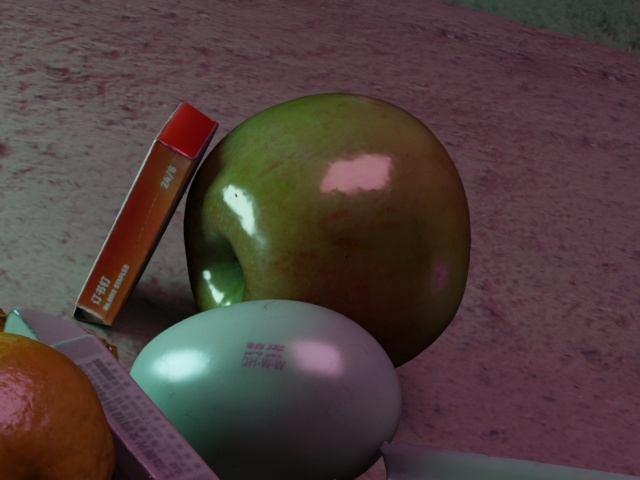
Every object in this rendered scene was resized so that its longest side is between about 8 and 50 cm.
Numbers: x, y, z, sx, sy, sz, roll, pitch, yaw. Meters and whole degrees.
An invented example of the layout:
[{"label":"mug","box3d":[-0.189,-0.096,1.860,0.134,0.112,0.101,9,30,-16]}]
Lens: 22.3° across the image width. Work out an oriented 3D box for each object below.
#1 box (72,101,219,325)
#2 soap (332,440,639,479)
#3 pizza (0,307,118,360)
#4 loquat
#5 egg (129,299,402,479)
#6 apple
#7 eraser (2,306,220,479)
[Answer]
[{"label":"box","box3d":[-0.184,-0.024,1.703,0.050,0.229,0.123,28,25,-3]},{"label":"soap","box3d":[0.166,0.326,1.386,0.302,0.257,0.159,7,21,27]},{"label":"pizza","box3d":[-0.319,0.098,1.544,0.251,0.074,0.287,4,33,-38]},{"label":"loquat","box3d":[-0.266,0.175,1.278,0.208,0.208,0.208,17,26,-9]},{"label":"egg","box3d":[-0.054,0.145,1.512,0.264,0.183,0.183,2,20,19]},{"label":"apple","box3d":[0.000,0.000,1.708,0.277,0.319,0.319,-3,34,-29]},{"label":"eraser","box3d":[-0.156,0.188,1.365,0.061,0.089,0.352,-14,47,-42]}]
